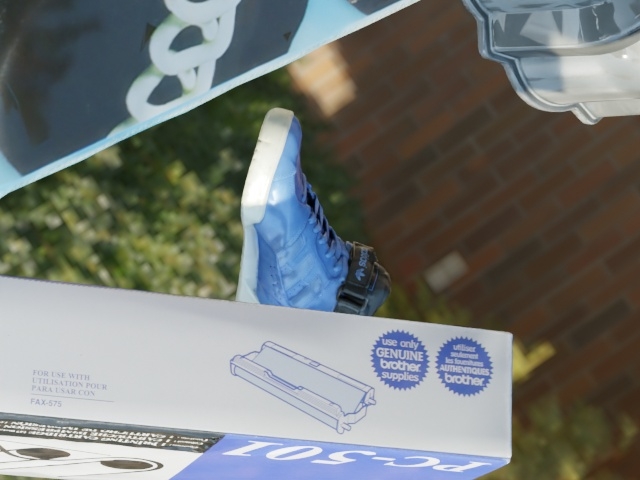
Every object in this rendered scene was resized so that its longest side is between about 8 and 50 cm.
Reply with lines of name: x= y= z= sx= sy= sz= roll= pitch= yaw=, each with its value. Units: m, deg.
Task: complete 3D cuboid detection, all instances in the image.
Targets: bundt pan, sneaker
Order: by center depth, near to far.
sneaker: x=0.000 y=0.000 z=1.012 sx=0.058 sy=0.085 sz=0.152 roll=-74 pitch=173 yaw=-57
bundt pan: x=0.239 y=-0.236 z=1.269 sx=0.331 sy=0.330 sz=0.124 roll=-24 pitch=-155 yaw=-37

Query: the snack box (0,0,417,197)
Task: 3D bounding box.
snack box: x=-0.021 y=-0.084 z=0.490 sx=0.322 sy=0.060 sz=0.187 roll=-30 pitch=-165 yaw=-39

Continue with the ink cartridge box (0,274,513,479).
ink cartridge box: x=-0.052 y=0.050 z=0.603 sx=0.207 sy=0.046 sz=0.097 roll=7 pitch=161 yaw=-16
